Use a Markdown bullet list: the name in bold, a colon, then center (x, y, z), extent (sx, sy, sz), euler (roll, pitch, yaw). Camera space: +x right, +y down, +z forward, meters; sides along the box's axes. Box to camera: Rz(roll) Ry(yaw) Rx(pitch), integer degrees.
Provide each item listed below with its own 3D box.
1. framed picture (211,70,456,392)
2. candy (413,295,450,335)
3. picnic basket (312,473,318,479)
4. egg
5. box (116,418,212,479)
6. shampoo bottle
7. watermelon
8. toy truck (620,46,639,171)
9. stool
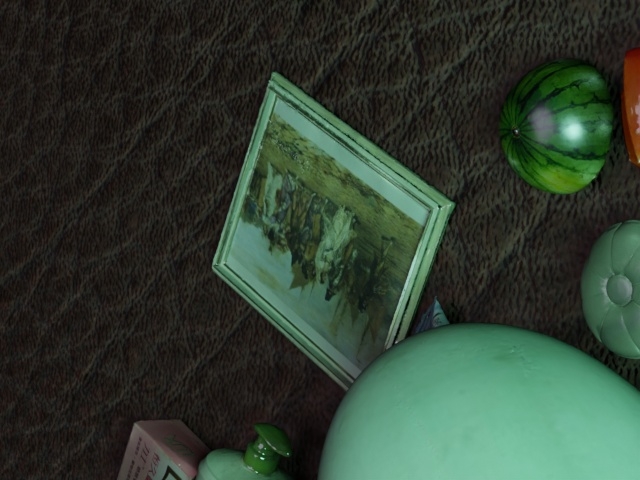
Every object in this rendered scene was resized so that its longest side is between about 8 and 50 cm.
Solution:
- **framed picture**: center (0.000, 0.000, 1.707), extent (0.274, 0.017, 0.217), euler (38, 119, 44)
- **candy**: center (0.106, 0.114, 1.565), extent (0.136, 0.038, 0.088), euler (-121, 34, -41)
- **picnic basket**: center (0.033, 0.340, 1.508), extent (0.297, 0.129, 0.222), euler (-89, 23, -48)
- **egg**: center (0.147, 0.229, 1.322), extent (0.276, 0.276, 0.389), euler (-53, 53, 37)
- **box**: center (-0.149, 0.260, 1.862), extent (0.111, 0.060, 0.156), euler (37, 119, 43)
- **shampoo bottle**: center (-0.077, 0.268, 1.749), extent (0.118, 0.087, 0.234), euler (40, 120, 43)
- **watermelon**: center (0.171, -0.087, 1.458), extent (0.105, 0.062, 0.105), euler (-8, 80, 54)
- **toy truck**: center (0.287, -0.099, 1.274), extent (0.253, 0.114, 0.107), euler (-14, 81, 49)
- **stool**: center (0.241, 0.034, 1.335), extent (0.096, 0.110, 0.096), euler (-2, 87, 52)
